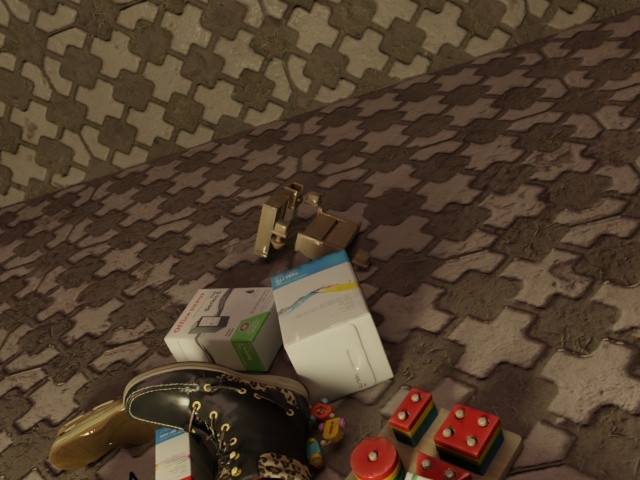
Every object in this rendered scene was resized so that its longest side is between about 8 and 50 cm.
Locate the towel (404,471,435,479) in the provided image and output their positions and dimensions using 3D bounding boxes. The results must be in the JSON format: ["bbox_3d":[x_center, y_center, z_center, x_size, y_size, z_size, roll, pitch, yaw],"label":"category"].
[{"bbox_3d":[0.245,0.504,0.979,0.325,0.038,0.248,10,56,26],"label":"towel"}]

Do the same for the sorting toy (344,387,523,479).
[{"bbox_3d":[0.190,0.396,1.208,0.257,0.089,0.255,11,44,42],"label":"sorting toy"}]

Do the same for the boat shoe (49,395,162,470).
[{"bbox_3d":[-0.476,0.416,1.562,0.341,0.121,0.110,-23,32,1],"label":"boat shoe"}]

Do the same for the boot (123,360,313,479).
[{"bbox_3d":[-0.187,0.375,1.253,0.377,0.138,0.284,10,27,-15],"label":"boot"}]

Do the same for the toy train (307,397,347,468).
[{"bbox_3d":[-0.007,0.405,1.366,0.125,0.046,0.166,-3,37,47],"label":"toy train"}]

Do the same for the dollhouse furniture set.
[{"bbox_3d":[0.000,0.000,1.988,0.356,0.173,0.303,21,31,11],"label":"dollhouse furniture set"}]

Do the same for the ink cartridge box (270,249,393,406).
[{"bbox_3d":[0.022,0.195,1.519,0.197,0.198,0.270,-21,31,1],"label":"ink cartridge box"}]

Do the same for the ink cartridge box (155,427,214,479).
[{"bbox_3d":[-0.265,0.484,1.312,0.078,0.134,0.231,-22,30,-1],"label":"ink cartridge box"}]

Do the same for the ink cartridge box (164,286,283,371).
[{"bbox_3d":[-0.231,0.225,1.707,0.273,0.114,0.198,-4,36,28],"label":"ink cartridge box"}]

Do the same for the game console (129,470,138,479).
[{"bbox_3d":[-0.393,0.553,1.347,0.107,0.071,0.122,-36,33,-22],"label":"game console"}]
